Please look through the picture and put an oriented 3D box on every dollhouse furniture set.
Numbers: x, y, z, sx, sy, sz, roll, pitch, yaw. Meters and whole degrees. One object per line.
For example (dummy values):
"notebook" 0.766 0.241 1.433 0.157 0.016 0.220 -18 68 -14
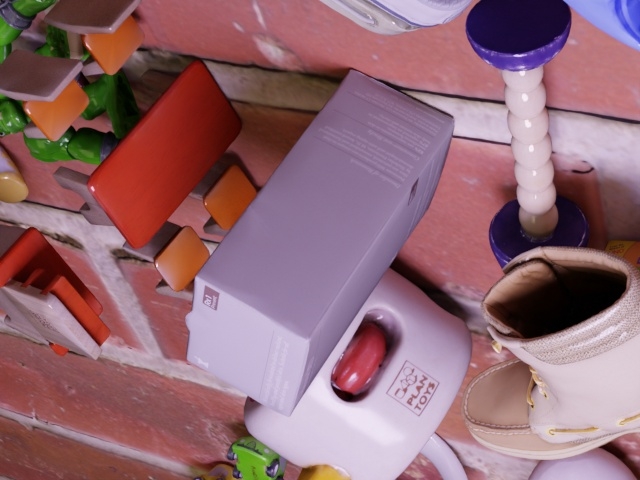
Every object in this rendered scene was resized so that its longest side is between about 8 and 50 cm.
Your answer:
"dollhouse furniture set" -0.157 -0.033 1.181 0.135 0.259 0.262 12 147 45

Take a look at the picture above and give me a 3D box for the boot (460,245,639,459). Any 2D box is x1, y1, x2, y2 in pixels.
"boot" 0.174 0.089 1.109 0.262 0.095 0.203 -10 147 43

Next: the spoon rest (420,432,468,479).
"spoon rest" 0.051 0.200 1.520 0.276 0.084 0.137 43 148 8

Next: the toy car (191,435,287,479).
"toy car" -0.062 0.293 1.754 0.239 0.053 0.225 19 146 18

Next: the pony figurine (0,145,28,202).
"pony figurine" -0.403 -0.060 1.320 0.302 0.351 0.363 -26 122 13

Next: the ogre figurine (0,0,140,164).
"ogre figurine" -0.236 -0.133 1.274 0.118 0.097 0.197 -15 144 28

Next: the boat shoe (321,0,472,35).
"boat shoe" -0.034 -0.229 0.944 0.302 0.109 0.094 37 150 -15

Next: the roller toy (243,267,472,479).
"roller toy" 0.038 0.125 1.291 0.146 0.209 0.191 35 120 -7

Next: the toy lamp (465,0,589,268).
"toy lamp" 0.152 -0.056 1.054 0.080 0.080 0.275 14 143 26

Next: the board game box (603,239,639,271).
"board game box" 0.345 0.057 1.084 0.259 0.039 0.124 6 142 39

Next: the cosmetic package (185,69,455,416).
"cosmetic package" 0.000 0.000 1.107 0.107 0.238 0.127 26 149 9

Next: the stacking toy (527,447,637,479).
"stacking toy" 0.298 0.400 1.435 0.350 0.350 0.480 -1 118 41

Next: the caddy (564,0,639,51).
"caddy" 0.232 -0.206 0.674 0.241 0.179 0.341 40 148 -15
